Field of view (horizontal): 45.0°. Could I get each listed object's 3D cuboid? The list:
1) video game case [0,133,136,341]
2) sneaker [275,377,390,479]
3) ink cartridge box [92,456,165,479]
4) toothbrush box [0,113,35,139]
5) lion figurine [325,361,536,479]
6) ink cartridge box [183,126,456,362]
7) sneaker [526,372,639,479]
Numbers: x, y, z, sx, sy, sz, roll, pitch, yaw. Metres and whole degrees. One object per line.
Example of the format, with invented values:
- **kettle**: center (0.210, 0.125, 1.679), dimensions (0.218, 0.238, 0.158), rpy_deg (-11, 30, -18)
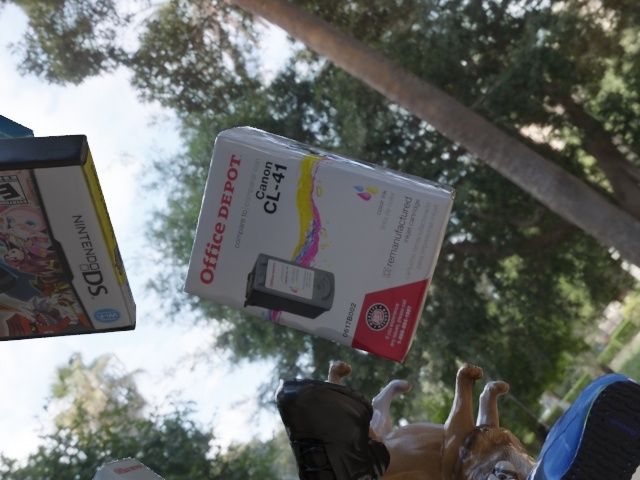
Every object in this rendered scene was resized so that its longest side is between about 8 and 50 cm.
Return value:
- **video game case**: center (-0.317, 0.014, 0.675), dimensions (0.274, 0.035, 0.248), rpy_deg (-4, -37, -5)
- **sneaker**: center (0.015, 0.276, 0.977), dimensions (0.286, 0.109, 0.130), rpy_deg (61, -142, -42)
- **ink cartridge box**: center (-0.223, 0.375, 1.040), dimensions (0.072, 0.175, 0.127), rpy_deg (-59, -12, -6)
- **toothbrush box**: center (-0.490, -0.038, 1.055), dimensions (0.126, 0.296, 0.216), rpy_deg (-21, -21, 17)
- **lion figurine**: center (0.142, 0.308, 1.120), dimensions (0.142, 0.392, 0.240), rpy_deg (36, -123, -41)
- **ink cartridge box**: center (0.000, 0.000, 1.013), dimensions (0.131, 0.306, 0.226), rpy_deg (-44, -30, -76)
- **sneaker**: center (0.211, 0.207, 0.658), dimensions (0.209, 0.069, 0.082), rpy_deg (-57, -6, -3)
